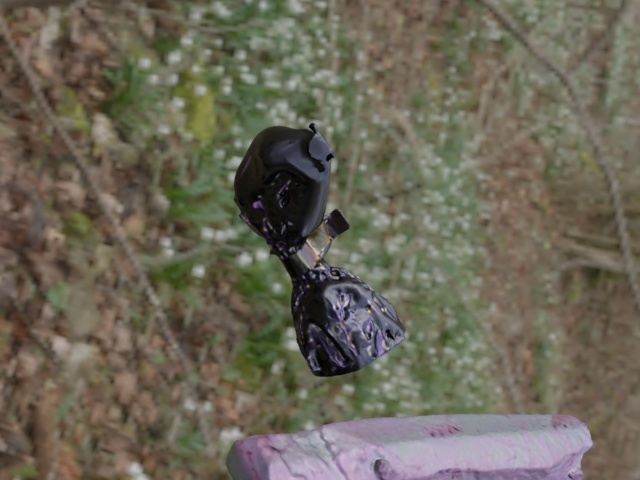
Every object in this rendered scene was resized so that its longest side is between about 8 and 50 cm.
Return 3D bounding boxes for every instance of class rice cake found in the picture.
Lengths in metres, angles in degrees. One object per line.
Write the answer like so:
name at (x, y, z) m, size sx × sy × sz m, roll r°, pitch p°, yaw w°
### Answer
rice cake at (0.072, 0.160, 1.084) m, size 0.290 × 0.051 × 0.081 m, roll 2°, pitch 63°, yaw -33°

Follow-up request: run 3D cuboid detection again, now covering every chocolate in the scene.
chocolate at (-0.003, 0.001, 0.888) m, size 0.070 × 0.072 × 0.147 m, roll -47°, pitch 124°, yaw -58°
